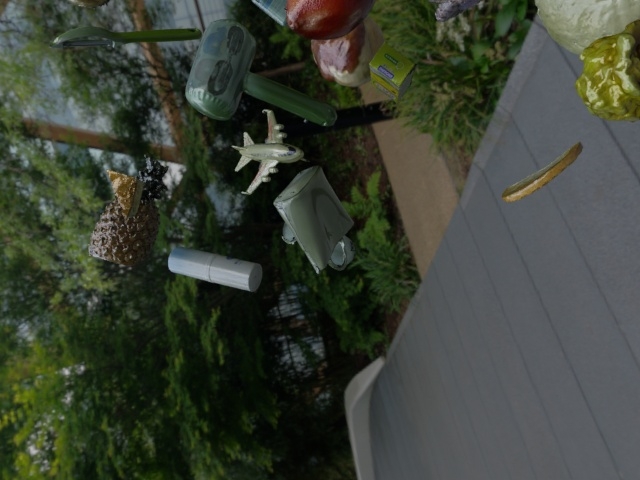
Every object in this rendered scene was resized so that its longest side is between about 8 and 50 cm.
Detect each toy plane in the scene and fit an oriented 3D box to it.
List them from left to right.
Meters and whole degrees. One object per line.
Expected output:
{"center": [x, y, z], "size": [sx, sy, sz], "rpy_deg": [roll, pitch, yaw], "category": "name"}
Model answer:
{"center": [-0.137, -0.236, 1.372], "size": [0.104, 0.255, 0.242], "rpy_deg": [21, -97, -56], "category": "toy plane"}

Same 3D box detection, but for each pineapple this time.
{"center": [-0.607, -0.101, 1.659], "size": [0.202, 0.201, 0.363], "rpy_deg": [-135, 66, -81], "category": "pineapple"}

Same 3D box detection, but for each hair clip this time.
{"center": [0.367, -0.645, 1.370], "size": [0.069, 0.172, 0.300], "rpy_deg": [58, -174, -22], "category": "hair clip"}

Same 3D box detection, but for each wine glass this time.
{"center": [0.000, 0.000, 1.974], "size": [0.321, 0.143, 0.144], "rpy_deg": [30, -147, -44], "category": "wine glass"}

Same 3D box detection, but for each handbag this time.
{"center": [0.012, -0.044, 1.475], "size": [0.316, 0.109, 0.241], "rpy_deg": [55, -135, -20], "category": "handbag"}

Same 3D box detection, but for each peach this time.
{"center": [0.039, -0.558, 1.142], "size": [0.158, 0.267, 0.154], "rpy_deg": [41, 147, 3], "category": "peach"}

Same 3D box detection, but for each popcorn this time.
{"center": [0.595, -0.322, 0.974], "size": [0.155, 0.197, 0.198], "rpy_deg": [-18, 84, 61], "category": "popcorn"}

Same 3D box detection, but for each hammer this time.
{"center": [-0.117, -0.333, 1.128], "size": [0.119, 0.335, 0.207], "rpy_deg": [176, 112, -71], "category": "hammer"}

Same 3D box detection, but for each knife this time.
{"center": [-0.229, -0.247, 0.615], "size": [0.022, 0.184, 0.026], "rpy_deg": [54, 143, 27], "category": "knife"}

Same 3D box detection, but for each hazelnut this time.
{"center": [0.102, -0.643, 1.705], "size": [0.261, 0.260, 0.241], "rpy_deg": [-109, 23, -52], "category": "hazelnut"}

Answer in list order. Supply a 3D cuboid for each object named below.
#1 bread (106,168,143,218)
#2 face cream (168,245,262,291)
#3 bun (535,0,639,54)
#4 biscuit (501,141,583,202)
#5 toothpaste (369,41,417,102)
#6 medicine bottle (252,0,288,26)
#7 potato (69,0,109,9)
{"center": [-0.500, -0.113, 1.286], "size": [0.084, 0.080, 0.109], "rpy_deg": [159, 124, -89], "category": "bread"}
{"center": [-0.282, 0.074, 1.355], "size": [0.077, 0.249, 0.078], "rpy_deg": [10, -90, -71], "category": "face cream"}
{"center": [0.635, -0.569, 1.058], "size": [0.227, 0.352, 0.350], "rpy_deg": [6, -85, -61], "category": "bun"}
{"center": [0.742, -0.210, 1.732], "size": [0.040, 0.204, 0.309], "rpy_deg": [51, 133, 0], "category": "biscuit"}
{"center": [0.215, -0.496, 1.529], "size": [0.110, 0.077, 0.327], "rpy_deg": [36, -170, 2], "category": "toothpaste"}
{"center": [-0.122, -0.754, 1.663], "size": [0.208, 0.090, 0.053], "rpy_deg": [35, 166, -17], "category": "medicine bottle"}
{"center": [-0.673, -0.751, 1.360], "size": [0.098, 0.137, 0.244], "rpy_deg": [-49, -52, -73], "category": "potato"}
